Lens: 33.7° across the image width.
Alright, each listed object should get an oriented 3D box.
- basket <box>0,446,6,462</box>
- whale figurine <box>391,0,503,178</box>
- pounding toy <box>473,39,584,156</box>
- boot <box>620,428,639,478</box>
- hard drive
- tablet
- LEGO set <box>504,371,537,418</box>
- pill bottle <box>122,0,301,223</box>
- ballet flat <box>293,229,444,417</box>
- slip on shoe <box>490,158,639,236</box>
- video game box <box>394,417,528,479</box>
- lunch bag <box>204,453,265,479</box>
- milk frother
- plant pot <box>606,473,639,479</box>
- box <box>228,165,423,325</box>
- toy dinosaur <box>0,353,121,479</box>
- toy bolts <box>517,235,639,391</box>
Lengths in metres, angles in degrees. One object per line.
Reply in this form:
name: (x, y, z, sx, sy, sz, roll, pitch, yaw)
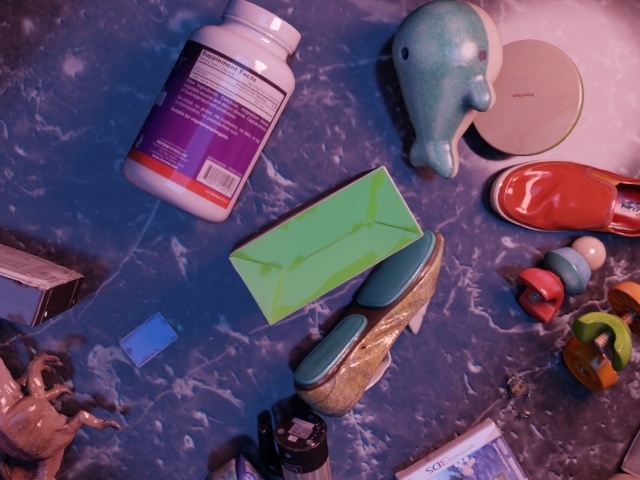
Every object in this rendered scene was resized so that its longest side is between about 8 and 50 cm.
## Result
basket: (-0.674, 0.280, 1.535, 0.331, 0.328, 0.266, -14, 91, -3)
whale figurine: (0.175, -0.235, 1.633, 0.141, 0.216, 0.272, -2, 110, -35)
pounding toy: (0.320, -0.234, 1.711, 0.237, 0.110, 0.183, 30, 102, 25)
boot: (0.618, 0.318, 1.747, 0.189, 0.076, 0.208, 18, 83, 10)
hard drive: (-0.485, 0.046, 1.532, 0.237, 0.339, 0.064, 19, 91, -3)
tablet: (-0.279, 0.161, 1.716, 0.083, 0.006, 0.054, -38, 93, -3)
LEGO set: (0.330, 0.254, 1.755, 0.054, 0.023, 0.083, 4, 105, -2)
pill bottle: (-0.159, -0.200, 1.626, 0.181, 0.181, 0.323, 27, 89, -4)
ballet flat: (0.095, 0.137, 1.679, 0.123, 0.123, 0.348, 42, 71, -4)
slip on shoe: (0.441, -0.063, 1.711, 0.331, 0.101, 0.123, 9, 93, -3)
video game box: (0.253, 0.427, 1.740, 0.187, 0.048, 0.205, -31, 93, 0)
lunch bag: (-0.096, 0.452, 1.652, 0.090, 0.176, 0.219, -31, 93, -2)
milk frother: (-0.017, 0.324, 1.699, 0.143, 0.129, 0.135, -31, 132, -30)
plant pot: (0.462, 0.530, 1.650, 0.323, 0.323, 0.280, 41, 73, -4)
box: (0.000, 0.000, 1.617, 0.262, 0.231, 0.127, -30, 93, -3)
toy dinosaur: (-0.450, 0.290, 1.608, 0.200, 0.127, 0.296, -49, 126, -26)
toy bolts: (0.447, 0.105, 1.705, 0.158, 0.218, 0.228, -38, 61, -15)
